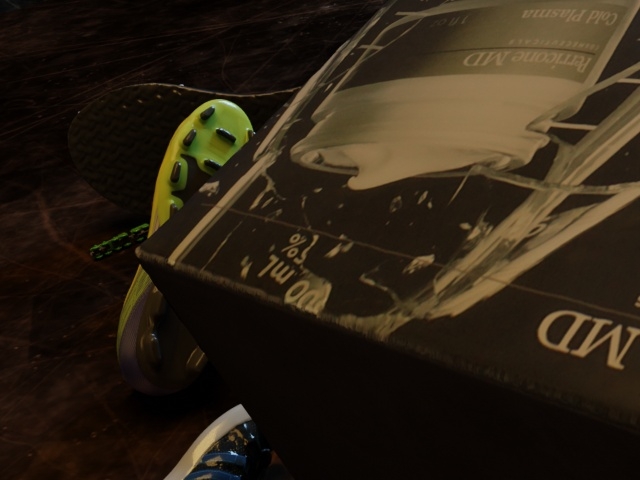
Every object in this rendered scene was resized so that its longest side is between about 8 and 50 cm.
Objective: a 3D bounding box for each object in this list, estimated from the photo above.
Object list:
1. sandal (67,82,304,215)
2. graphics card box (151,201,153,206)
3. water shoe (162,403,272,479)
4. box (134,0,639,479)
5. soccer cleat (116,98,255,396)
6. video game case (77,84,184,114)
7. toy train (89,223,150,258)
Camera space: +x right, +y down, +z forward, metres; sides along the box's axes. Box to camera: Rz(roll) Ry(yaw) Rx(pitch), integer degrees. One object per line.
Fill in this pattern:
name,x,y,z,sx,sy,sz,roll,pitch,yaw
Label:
sandal,-0.093,-0.117,1.418,0.445,0.168,0.107,-3,1,7
graphics card box,0.000,0.000,1.148,0.232,0.094,0.371,-23,27,-20
water shoe,-0.078,0.198,0.817,0.080,0.073,0.203,28,48,26
box,0.241,-0.009,0.668,0.480,0.297,0.472,14,55,46
soccer cleat,-0.133,0.003,1.051,0.093,0.289,0.121,20,-21,-26
video game case,-0.300,-0.191,1.801,0.183,0.023,0.201,-15,25,-4
toy train,-0.242,0.000,1.367,0.083,0.017,0.023,-25,17,-22
